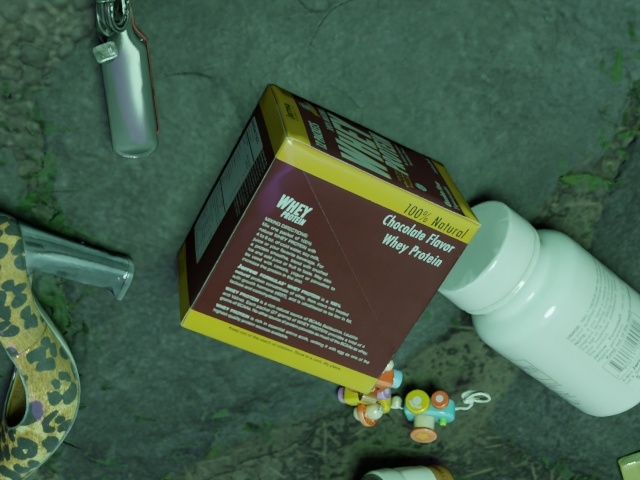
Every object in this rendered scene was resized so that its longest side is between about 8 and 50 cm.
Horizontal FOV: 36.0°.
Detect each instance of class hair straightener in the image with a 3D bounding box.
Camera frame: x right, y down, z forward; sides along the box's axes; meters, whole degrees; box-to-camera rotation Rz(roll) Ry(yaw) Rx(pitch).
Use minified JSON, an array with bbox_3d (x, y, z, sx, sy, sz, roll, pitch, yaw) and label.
[{"bbox_3d":[-0.156,-0.171,0.788,0.047,0.089,0.230,-1,118,-7],"label":"hair straightener"}]

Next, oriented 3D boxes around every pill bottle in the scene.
[{"bbox_3d":[0.221,0.064,0.956,0.229,0.131,0.131,35,107,-25],"label":"pill bottle"}]

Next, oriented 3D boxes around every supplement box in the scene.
[{"bbox_3d":[0.000,0.000,0.884,0.191,0.129,0.194,23,112,-20],"label":"supplement box"}]

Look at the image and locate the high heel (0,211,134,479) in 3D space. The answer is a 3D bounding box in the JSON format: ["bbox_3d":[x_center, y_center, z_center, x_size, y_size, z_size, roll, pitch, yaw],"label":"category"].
[{"bbox_3d":[-0.301,0.102,0.885,0.186,0.093,0.261,20,98,-37],"label":"high heel"}]

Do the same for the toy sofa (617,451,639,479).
[{"bbox_3d":[0.460,0.367,1.030,0.177,0.362,0.150,-20,119,8],"label":"toy sofa"}]

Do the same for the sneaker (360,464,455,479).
[{"bbox_3d":[0.074,0.362,1.107,0.123,0.106,0.290,-4,133,-35],"label":"sneaker"}]

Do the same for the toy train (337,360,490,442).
[{"bbox_3d":[0.084,0.167,1.001,0.166,0.046,0.125,18,153,-22],"label":"toy train"}]
